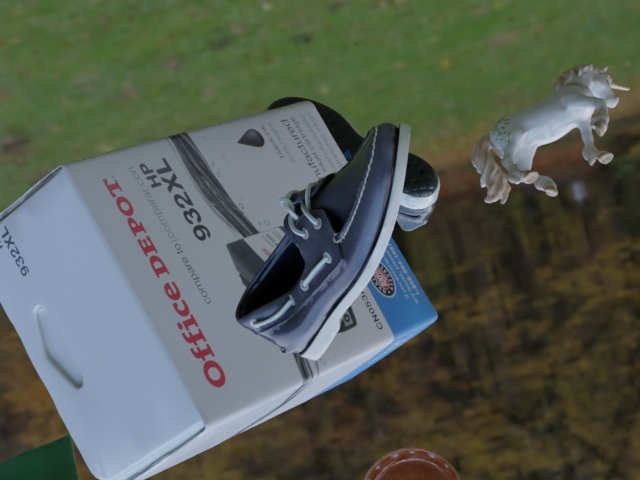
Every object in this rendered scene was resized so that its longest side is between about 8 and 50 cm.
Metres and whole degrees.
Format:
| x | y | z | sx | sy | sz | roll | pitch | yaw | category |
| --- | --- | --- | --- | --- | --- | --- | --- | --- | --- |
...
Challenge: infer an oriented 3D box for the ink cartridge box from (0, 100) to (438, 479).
| x | y | z | sx | sy | sz | roll | pitch | yaw | category |
| --- | --- | --- | --- | --- | --- | --- | --- | --- | --- |
| -0.082 | 0.033 | 1.331 | 0.129 | 0.223 | 0.307 | -35 | 171 | 38 | ink cartridge box |

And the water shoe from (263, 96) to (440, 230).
| x | y | z | sx | sy | sz | roll | pitch | yaw | category |
| --- | --- | --- | --- | --- | --- | --- | --- | --- | --- |
| 0.024 | -0.072 | 1.731 | 0.073 | 0.203 | 0.080 | -50 | 162 | -34 | water shoe |

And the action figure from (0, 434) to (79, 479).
| x | y | z | sx | sy | sz | roll | pitch | yaw | category |
| --- | --- | --- | --- | --- | --- | --- | --- | --- | --- |
| -0.198 | 0.173 | 0.674 | 0.232 | 0.137 | 0.063 | -22 | 144 | 10 | action figure |

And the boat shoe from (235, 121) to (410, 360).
| x | y | z | sx | sy | sz | roll | pitch | yaw | category |
| --- | --- | --- | --- | --- | --- | --- | --- | --- | --- |
| 0.000 | 0.000 | 1.055 | 0.065 | 0.075 | 0.206 | 18 | 136 | -9 | boat shoe |

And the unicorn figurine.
| x | y | z | sx | sy | sz | roll | pitch | yaw | category |
| --- | --- | --- | --- | --- | --- | --- | --- | --- | --- |
| 0.193 | -0.094 | 1.359 | 0.162 | 0.060 | 0.111 | -17 | -140 | -5 | unicorn figurine |

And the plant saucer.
| x | y | z | sx | sy | sz | roll | pitch | yaw | category |
| --- | --- | --- | --- | --- | --- | --- | --- | --- | --- |
| 0.070 | 0.200 | 1.290 | 0.083 | 0.083 | 0.013 | -15 | 159 | 13 | plant saucer |
